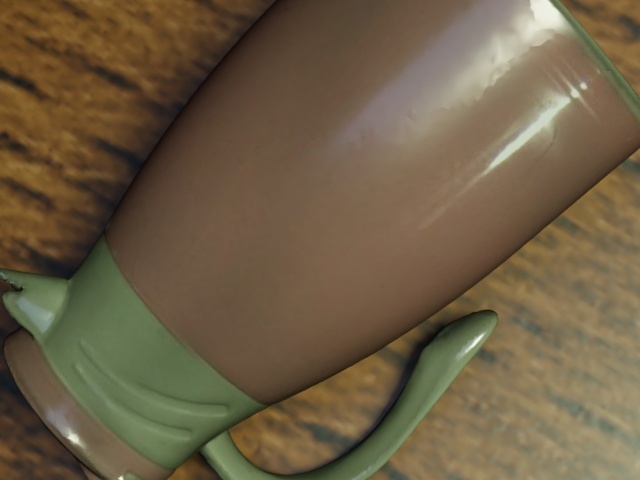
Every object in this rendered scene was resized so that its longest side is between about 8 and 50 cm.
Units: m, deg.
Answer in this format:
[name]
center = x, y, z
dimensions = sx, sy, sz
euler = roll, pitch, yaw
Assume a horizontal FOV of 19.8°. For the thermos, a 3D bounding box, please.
[thermos]
center = 0.000, 0.000, 0.753
dimensions = 0.265, 0.146, 0.176
euler = -44, 105, 6
